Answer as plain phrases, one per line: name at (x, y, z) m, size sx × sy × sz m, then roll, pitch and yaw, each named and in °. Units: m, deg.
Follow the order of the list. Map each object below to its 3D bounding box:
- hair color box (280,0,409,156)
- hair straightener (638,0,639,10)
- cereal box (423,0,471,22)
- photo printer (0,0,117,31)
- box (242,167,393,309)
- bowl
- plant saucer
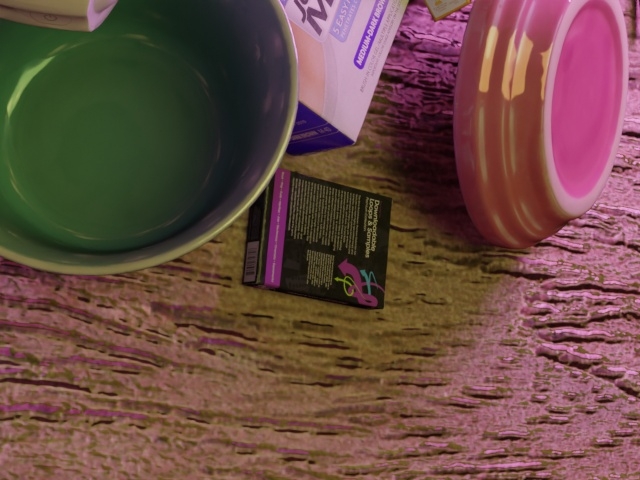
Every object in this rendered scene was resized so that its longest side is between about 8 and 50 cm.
hair color box at (-0.085, -0.243, 1.412) m, size 0.339 × 0.110 × 0.185 m, roll 33°, pitch 66°, yaw -30°
hair straightener at (0.392, -0.362, 1.854) m, size 0.089 × 0.047 × 0.230 m, roll -4°, pitch 87°, yaw -40°
cereal box at (0.079, -0.350, 1.540) m, size 0.240 × 0.047 × 0.173 m, roll 59°, pitch 16°, yaw -16°
photo printer at (-0.219, -0.318, 1.154) m, size 0.256 × 0.107 × 0.307 m, roll 25°, pitch 74°, yaw 3°
box at (0.000, 0.000, 1.500) m, size 0.162 × 0.029 × 0.116 m, roll 13°, pitch 77°, yaw -36°
bowl at (-0.174, -0.102, 1.237) m, size 0.312 × 0.163 × 0.311 m, roll 1°, pitch 74°, yaw -2°
plant saucer at (0.244, -0.151, 1.602) m, size 0.332 × 0.084 × 0.332 m, roll -25°, pitch 120°, yaw -56°
